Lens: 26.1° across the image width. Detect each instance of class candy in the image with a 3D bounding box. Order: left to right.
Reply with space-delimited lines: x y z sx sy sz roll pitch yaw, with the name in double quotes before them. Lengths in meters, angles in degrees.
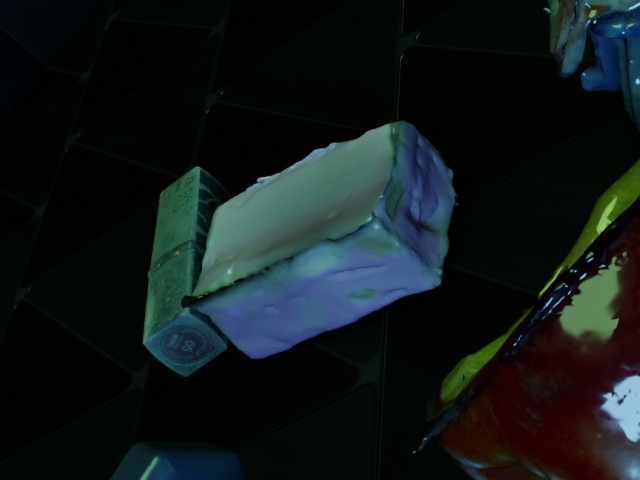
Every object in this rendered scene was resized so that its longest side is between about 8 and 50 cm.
"candy" 0.000 0.000 1.368 0.265 0.116 0.155 -26 35 35

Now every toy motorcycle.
"toy motorcycle" 0.296 -0.257 1.179 0.241 0.182 0.319 102 -179 -51

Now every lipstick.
"lipstick" -0.149 0.026 1.578 0.076 0.077 0.289 -36 30 21

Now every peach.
"peach" 0.249 0.054 0.891 0.361 0.201 0.257 -46 -5 -24

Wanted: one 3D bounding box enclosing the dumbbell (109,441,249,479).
"dumbbell" -0.058 0.255 1.110 0.316 0.156 0.143 4 87 56
